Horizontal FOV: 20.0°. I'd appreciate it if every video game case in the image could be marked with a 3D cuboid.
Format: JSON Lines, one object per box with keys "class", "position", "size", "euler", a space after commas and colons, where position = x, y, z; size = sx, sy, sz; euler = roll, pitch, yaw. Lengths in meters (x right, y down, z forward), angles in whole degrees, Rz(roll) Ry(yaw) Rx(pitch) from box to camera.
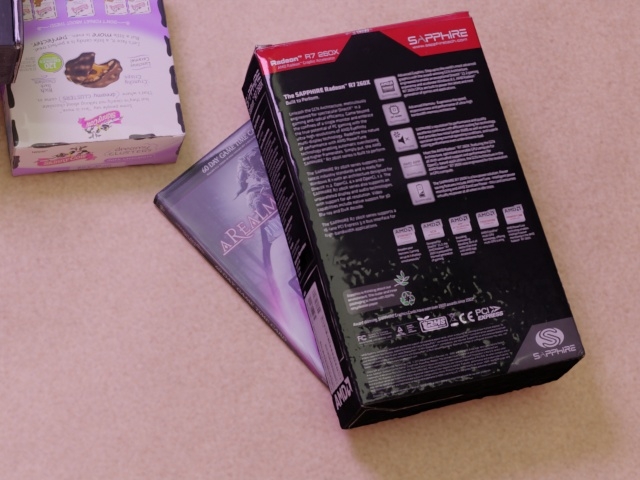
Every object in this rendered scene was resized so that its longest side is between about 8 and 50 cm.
{"class": "video game case", "position": [0.000, 0.000, 1.772], "size": [0.196, 0.026, 0.274], "euler": [-41, 83, -23]}

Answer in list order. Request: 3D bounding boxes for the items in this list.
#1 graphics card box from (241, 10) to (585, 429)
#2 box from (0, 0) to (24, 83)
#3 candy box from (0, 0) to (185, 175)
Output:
{"class": "graphics card box", "position": [0.084, -0.024, 1.736], "size": [0.233, 0.094, 0.370], "euler": [-12, 71, -18]}
{"class": "box", "position": [-0.473, -0.298, 1.624], "size": [0.395, 0.097, 0.318], "euler": [0, 72, -15]}
{"class": "candy box", "position": [-0.228, -0.169, 1.760], "size": [0.165, 0.070, 0.196], "euler": [-5, 70, -15]}
